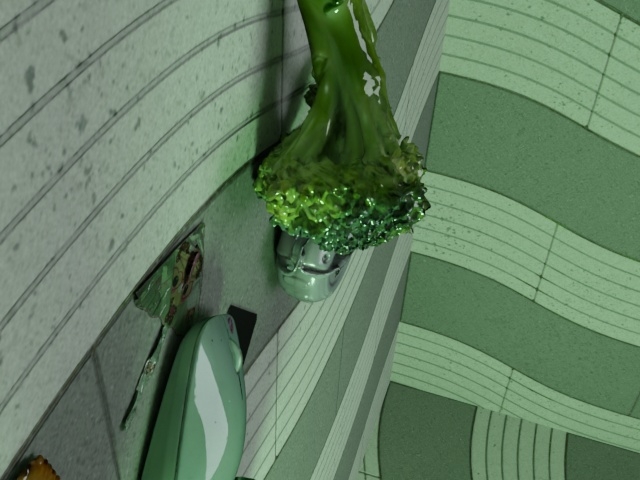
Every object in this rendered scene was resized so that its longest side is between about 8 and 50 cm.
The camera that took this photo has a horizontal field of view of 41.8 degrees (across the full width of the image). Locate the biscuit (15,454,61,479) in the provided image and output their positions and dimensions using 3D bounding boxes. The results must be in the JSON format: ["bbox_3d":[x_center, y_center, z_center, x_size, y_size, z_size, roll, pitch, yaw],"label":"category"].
[{"bbox_3d":[-0.273,0.329,0.734,0.232,0.013,0.237,87,22,-56],"label":"biscuit"}]

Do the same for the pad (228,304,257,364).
[{"bbox_3d":[-0.126,0.155,1.224,0.157,0.003,0.112,46,59,-76],"label":"pad"}]

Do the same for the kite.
[{"bbox_3d":[-0.170,0.094,0.939,0.229,0.012,0.250,70,37,-68],"label":"kite"}]

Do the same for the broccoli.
[{"bbox_3d":[0.026,-0.162,1.036,0.397,0.275,0.353,97,-31,-57],"label":"broccoli"}]

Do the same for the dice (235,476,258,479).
[{"bbox_3d":[-0.124,0.445,1.272,0.128,0.131,0.120,-60,163,-55],"label":"dice"}]

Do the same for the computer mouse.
[{"bbox_3d":[-0.139,0.236,1.024,0.159,0.097,0.288,13,94,-77],"label":"computer mouse"}]

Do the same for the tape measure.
[{"bbox_3d":[0.000,0.000,1.352,0.197,0.120,0.236,93,21,-50],"label":"tape measure"}]
